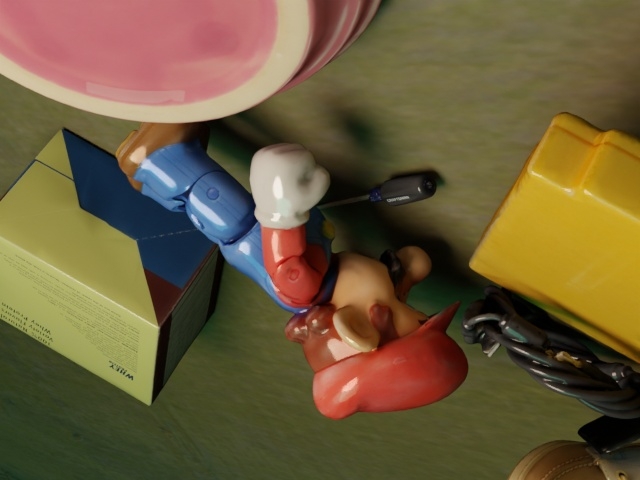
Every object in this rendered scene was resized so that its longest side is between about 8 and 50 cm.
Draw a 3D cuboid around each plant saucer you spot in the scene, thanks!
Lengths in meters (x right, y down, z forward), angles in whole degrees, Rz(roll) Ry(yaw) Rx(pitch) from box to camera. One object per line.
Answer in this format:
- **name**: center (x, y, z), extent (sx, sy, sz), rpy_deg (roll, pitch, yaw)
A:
- **plant saucer**: center (-0.122, -0.177, 0.651), extent (0.332, 0.084, 0.332), rpy_deg (7, 149, 4)

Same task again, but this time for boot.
- **boot**: center (0.283, 0.204, 0.817), extent (0.262, 0.095, 0.203), rpy_deg (8, 170, -43)

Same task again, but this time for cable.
- **cable**: center (0.183, 0.082, 0.809), extent (0.150, 0.047, 0.184), rpy_deg (26, -175, 16)

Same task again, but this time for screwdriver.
- **screwdriver**: center (0.032, -0.035, 0.878), extent (0.025, 0.024, 0.170), rpy_deg (17, 165, -37)

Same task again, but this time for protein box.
- **protein box**: center (-0.216, 0.032, 1.096), extent (0.200, 0.136, 0.201), rpy_deg (29, 149, 6)

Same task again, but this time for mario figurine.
- **mario figurine**: center (0.000, 0.000, 0.867), extent (0.320, 0.198, 0.170), rpy_deg (43, 117, 1)

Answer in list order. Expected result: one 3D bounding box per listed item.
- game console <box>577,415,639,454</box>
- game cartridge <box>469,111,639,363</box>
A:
- **game console**: center (0.268, 0.152, 0.825), extent (0.107, 0.071, 0.122), rpy_deg (30, -179, 5)
- **game cartridge**: center (0.237, 0.041, 0.650), extent (0.285, 0.052, 0.323), rpy_deg (29, 171, 6)
